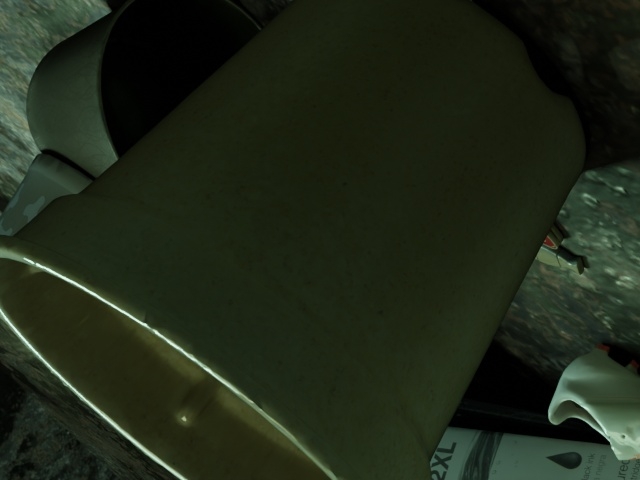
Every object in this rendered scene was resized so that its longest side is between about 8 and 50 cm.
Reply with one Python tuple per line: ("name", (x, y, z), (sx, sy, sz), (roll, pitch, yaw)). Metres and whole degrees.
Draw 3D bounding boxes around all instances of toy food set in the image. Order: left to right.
("toy food set", (0.135, -0.010, 1.324), (0.122, 0.019, 0.078), (21, 156, 41))

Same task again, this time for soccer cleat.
("soccer cleat", (0.268, 0.147, 1.366), (0.196, 0.076, 0.068), (23, 157, 37))

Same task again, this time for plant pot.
("plant pot", (0.000, 0.000, 1.143), (0.334, 0.305, 0.334), (33, 161, 13))

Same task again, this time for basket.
("basket", (-0.139, -0.105, 1.405), (0.227, 0.154, 0.204), (12, 133, 61))

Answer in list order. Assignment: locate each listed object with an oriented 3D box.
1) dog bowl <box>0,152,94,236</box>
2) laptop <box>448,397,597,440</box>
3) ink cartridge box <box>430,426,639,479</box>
("dog bowl", (-0.147, 0.083, 1.495), (0.349, 0.102, 0.349), (41, 168, 11))
("laptop", (0.014, 0.052, 1.701), (0.408, 0.236, 0.382), (12, 168, -17))
("ink cartridge box", (0.159, 0.291, 1.546), (0.307, 0.223, 0.129), (4, 146, 27))
